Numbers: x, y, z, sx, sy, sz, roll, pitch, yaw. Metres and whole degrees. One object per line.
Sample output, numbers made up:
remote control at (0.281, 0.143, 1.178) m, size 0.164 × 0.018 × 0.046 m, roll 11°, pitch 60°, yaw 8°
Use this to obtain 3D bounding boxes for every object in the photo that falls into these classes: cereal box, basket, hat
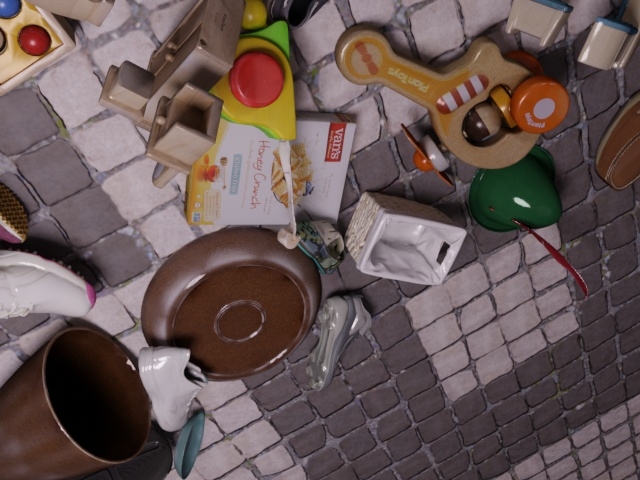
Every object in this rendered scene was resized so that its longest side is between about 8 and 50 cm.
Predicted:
cereal box at (-0.076, -0.107, 1.017) m, size 0.240 × 0.047 × 0.173 m, roll -1°, pitch 120°, yaw -21°
basket at (0.134, -0.006, 1.130) m, size 0.167 × 0.103 × 0.113 m, roll 10°, pitch 115°, yaw -28°
hat at (0.380, -0.045, 1.155) m, size 0.208 × 0.183 × 0.173 m, roll 21°, pitch 110°, yaw -31°

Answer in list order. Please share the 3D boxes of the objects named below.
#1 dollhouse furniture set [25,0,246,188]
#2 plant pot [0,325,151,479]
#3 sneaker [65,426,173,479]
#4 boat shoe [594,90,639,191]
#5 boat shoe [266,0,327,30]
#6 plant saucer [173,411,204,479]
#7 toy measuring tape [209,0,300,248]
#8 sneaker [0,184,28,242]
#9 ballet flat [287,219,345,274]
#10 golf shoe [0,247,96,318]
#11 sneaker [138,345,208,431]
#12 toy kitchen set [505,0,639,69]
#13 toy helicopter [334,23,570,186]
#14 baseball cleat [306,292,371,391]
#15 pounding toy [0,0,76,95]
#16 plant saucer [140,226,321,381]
dollhouse furniture set at (-0.283, -0.254, 0.740) m, size 0.355 × 0.304 × 0.173 m, roll 23°, pitch 147°, yaw -30°
plant pot at (-0.417, 0.278, 1.039) m, size 0.230 × 0.215 × 0.215 m, roll -30°, pitch 128°, yaw 16°
sneaker at (-0.450, 0.500, 1.207) m, size 0.447 × 0.169 × 0.258 m, roll -30°, pitch 150°, yaw -14°
boat shoe at (0.621, -0.218, 1.186) m, size 0.122 × 0.120 × 0.324 m, roll 31°, pitch 105°, yaw -33°
boat shoe at (0.017, -0.353, 0.892) m, size 0.206 × 0.065 × 0.075 m, roll -43°, pitch 126°, yaw 7°
plant saucer at (-0.235, 0.361, 1.212) m, size 0.021 × 0.119 × 0.119 m, roll 11°, pitch 119°, yaw 6°
toy measuring tape at (-0.093, -0.146, 0.896) m, size 0.121 × 0.121 × 0.330 m, roll -8°, pitch 106°, yaw -17°
sneaker at (-0.470, -0.052, 0.886) m, size 0.083 × 0.070 × 0.185 m, roll -34°, pitch 121°, yaw 11°
ballet flat at (0.000, 0.000, 1.072) m, size 0.070 × 0.070 × 0.188 m, roll -35°, pitch 160°, yaw 1°
golf shoe at (-0.457, 0.073, 0.905) m, size 0.306 × 0.140 × 0.115 m, roll 19°, pitch 145°, yaw -27°
sneaker at (-0.227, 0.244, 1.116) m, size 0.094 × 0.080 × 0.212 m, roll -9°, pitch 140°, yaw -4°
toy kitchen set at (0.406, -0.352, 1.055) m, size 0.207 × 0.166 × 0.122 m, roll -22°, pitch 137°, yaw -55°
toy helicopter at (0.174, -0.208, 1.032) m, size 0.354 × 0.140 × 0.235 m, roll 20°, pitch 120°, yaw -19°
baseball cleat at (0.038, 0.187, 1.231) m, size 0.109 × 0.072 × 0.206 m, roll -8°, pitch 128°, yaw -29°
pounding toy at (-0.369, -0.229, 0.790) m, size 0.141 × 0.100 × 0.130 m, roll -34°, pitch 126°, yaw 0°
plant saucer at (-0.137, 0.124, 1.136) m, size 0.310 × 0.050 × 0.311 m, roll -11°, pitch 124°, yaw -16°
